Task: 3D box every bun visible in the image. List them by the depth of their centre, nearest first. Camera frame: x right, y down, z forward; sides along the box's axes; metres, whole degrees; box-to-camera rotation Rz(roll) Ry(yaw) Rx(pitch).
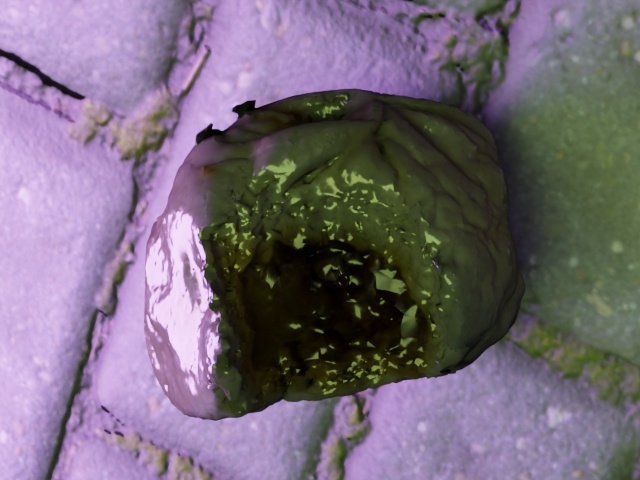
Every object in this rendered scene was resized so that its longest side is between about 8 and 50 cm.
[{"bbox_3d":[0.003,-0.002,1.265,0.281,0.281,0.205,-7,95,27],"label":"bun"}]
